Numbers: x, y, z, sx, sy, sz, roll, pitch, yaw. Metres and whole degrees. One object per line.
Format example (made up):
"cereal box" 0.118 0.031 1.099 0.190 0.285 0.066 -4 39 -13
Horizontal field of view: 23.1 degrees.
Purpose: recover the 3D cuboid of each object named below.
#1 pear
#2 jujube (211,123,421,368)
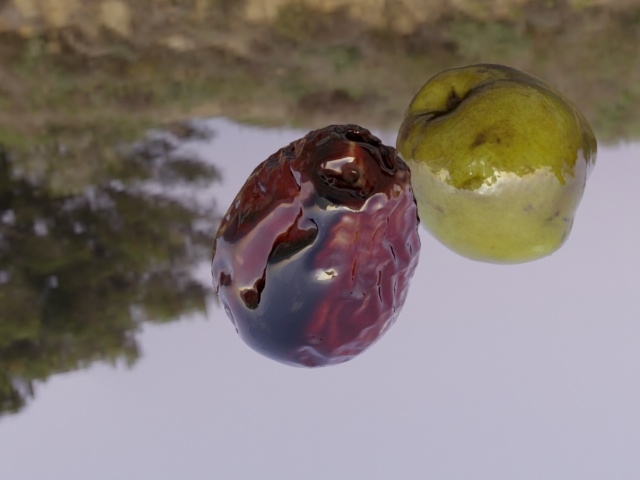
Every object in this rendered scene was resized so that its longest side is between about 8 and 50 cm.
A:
"pear" 0.168 -0.074 1.505 0.200 0.200 0.200 -9 -168 2
"jujube" 0.000 0.000 1.213 0.168 0.168 0.236 -14 155 -21
